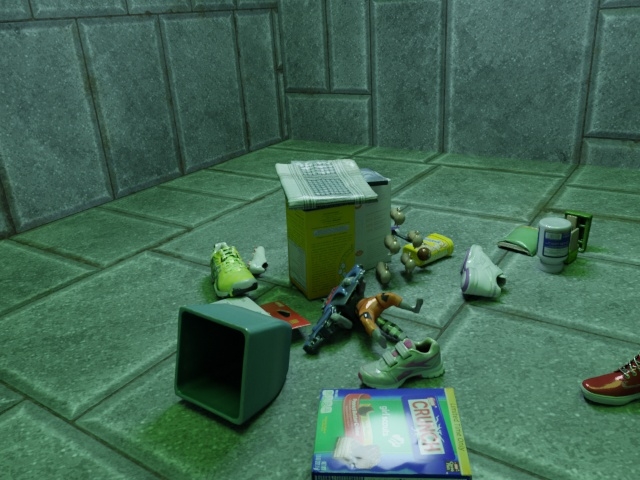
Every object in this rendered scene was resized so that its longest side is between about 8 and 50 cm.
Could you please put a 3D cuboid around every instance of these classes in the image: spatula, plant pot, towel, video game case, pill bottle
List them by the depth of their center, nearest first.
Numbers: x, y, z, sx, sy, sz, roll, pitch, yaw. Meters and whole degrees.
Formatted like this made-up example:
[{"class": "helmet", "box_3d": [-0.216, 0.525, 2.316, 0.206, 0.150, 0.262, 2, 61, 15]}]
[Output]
[{"class": "plant pot", "box_3d": [-0.208, 0.300, 1.471, 0.247, 0.248, 0.252, 12, 11, 34]}, {"class": "towel", "box_3d": [0.012, -0.209, 1.895, 0.312, 0.056, 0.324, -6, 33, -11]}, {"class": "pill bottle", "box_3d": [0.860, 0.019, 2.025, 0.112, 0.187, 0.112, -3, 23, 1]}, {"class": "video game case", "box_3d": [0.088, -0.228, 2.037, 0.274, 0.026, 0.196, -8, 22, -13]}, {"class": "spatula", "box_3d": [0.366, -0.025, 2.412, 0.084, 0.030, 0.296, -16, 25, -32]}]

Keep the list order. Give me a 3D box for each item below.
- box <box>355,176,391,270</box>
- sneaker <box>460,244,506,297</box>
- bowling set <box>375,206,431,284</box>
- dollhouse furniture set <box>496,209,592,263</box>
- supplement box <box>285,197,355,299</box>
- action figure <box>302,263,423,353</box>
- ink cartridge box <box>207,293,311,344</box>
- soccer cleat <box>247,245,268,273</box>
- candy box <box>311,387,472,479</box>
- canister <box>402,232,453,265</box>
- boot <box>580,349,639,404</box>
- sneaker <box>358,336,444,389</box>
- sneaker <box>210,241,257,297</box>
[{"class": "box", "box_3d": [0.146, -0.070, 2.147, 0.215, 0.345, 0.168, -18, 26, -32]}, {"class": "sneaker", "box_3d": [0.584, 0.119, 1.970, 0.152, 0.114, 0.305, 15, 30, 8]}, {"class": "bowling set", "box_3d": [0.328, 0.028, 2.021, 0.199, 0.287, 0.154, 9, 13, -4]}, {"class": "dollhouse furniture set", "box_3d": [0.892, -0.039, 2.199, 0.197, 0.151, 0.301, -22, 28, -40]}, {"class": "supplement box", "box_3d": [0.000, 0.000, 1.981, 0.195, 0.357, 0.194, -11, 23, -22]}, {"class": "action figure", "box_3d": [0.110, 0.255, 1.700, 0.330, 0.178, 0.341, 14, 57, 48]}, {"class": "ink cartridge box", "box_3d": [-0.207, 0.237, 1.768, 0.261, 0.066, 0.296, -14, 14, -22]}, {"class": "soccer cleat", "box_3d": [-0.244, 0.084, 2.215, 0.076, 0.068, 0.196, 13, 25, 0]}, {"class": "candy box", "box_3d": [0.150, 0.449, 1.191, 0.317, 0.122, 0.268, -1, 22, 5]}, {"class": "canister", "box_3d": [0.430, 0.038, 2.199, 0.170, 0.073, 0.126, -19, 28, -30]}, {"class": "boot", "box_3d": [0.772, 0.310, 1.357, 0.244, 0.176, 0.088, -6, 24, -3]}, {"class": "sneaker", "box_3d": [0.219, 0.324, 1.493, 0.252, 0.111, 0.103, -12, 24, -18]}, {"class": "sneaker", "box_3d": [-0.339, 0.106, 1.999, 0.145, 0.147, 0.384, -14, 15, -24]}]
